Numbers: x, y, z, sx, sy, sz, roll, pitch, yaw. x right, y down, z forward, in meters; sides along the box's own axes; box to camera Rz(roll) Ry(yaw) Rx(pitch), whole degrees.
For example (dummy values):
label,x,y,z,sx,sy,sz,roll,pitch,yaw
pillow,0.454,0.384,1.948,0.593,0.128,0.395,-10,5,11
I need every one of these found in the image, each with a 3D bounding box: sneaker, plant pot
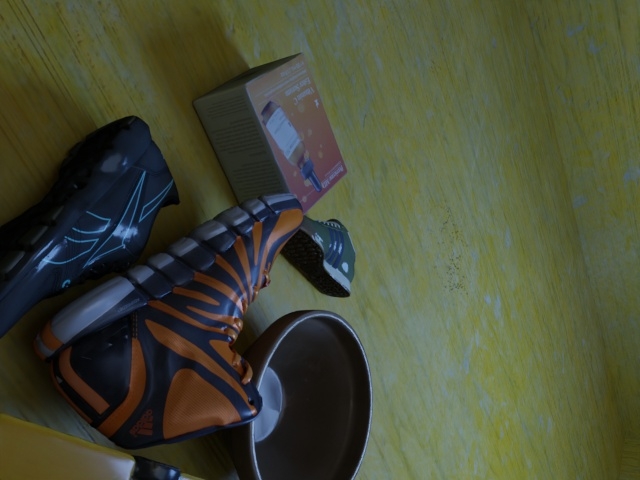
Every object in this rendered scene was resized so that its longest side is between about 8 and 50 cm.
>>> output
label,x,y,z,sx,sy,sz,roll,pitch,yaw
sneaker,0.000,0.000,0.831,0.192,0.064,0.086,54,44,-47
plant pot,-0.042,0.202,0.715,0.237,0.109,0.238,8,80,-52
sneaker,-0.210,0.001,0.518,0.106,0.101,0.267,59,44,-34
sneaker,-0.101,0.083,0.596,0.321,0.124,0.180,-37,90,-38

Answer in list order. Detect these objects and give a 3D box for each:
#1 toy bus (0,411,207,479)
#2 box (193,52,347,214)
label,x,y,z,sx,sy,sz,roll,pitch,yaw
toy bus,-0.221,0.202,0.455,0.332,0.130,0.108,42,55,-43
box,-0.057,-0.128,0.746,0.130,0.091,0.171,-48,123,-45
